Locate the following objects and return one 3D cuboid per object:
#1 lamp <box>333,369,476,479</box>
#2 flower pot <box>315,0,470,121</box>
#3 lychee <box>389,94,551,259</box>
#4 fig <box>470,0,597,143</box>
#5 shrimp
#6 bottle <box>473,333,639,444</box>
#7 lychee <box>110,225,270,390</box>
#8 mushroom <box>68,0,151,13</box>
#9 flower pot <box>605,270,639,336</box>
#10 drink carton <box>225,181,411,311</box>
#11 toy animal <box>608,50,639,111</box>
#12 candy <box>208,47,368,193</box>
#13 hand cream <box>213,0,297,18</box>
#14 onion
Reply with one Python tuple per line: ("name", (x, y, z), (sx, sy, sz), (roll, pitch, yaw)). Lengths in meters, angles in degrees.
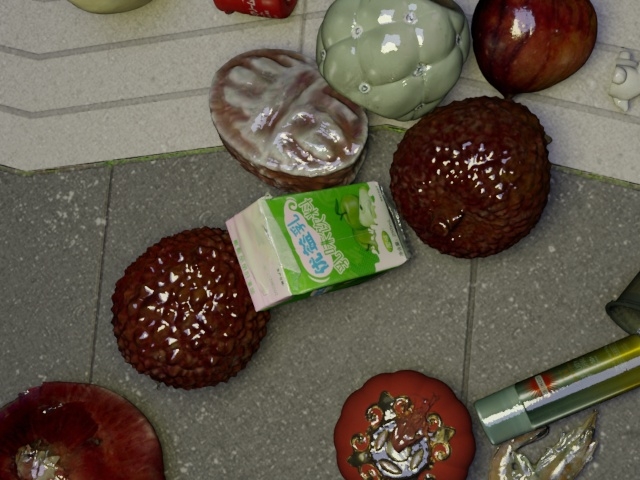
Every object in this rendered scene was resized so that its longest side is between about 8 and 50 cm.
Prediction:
("lamp", (0.131, 0.318, 1.478), (0.227, 0.227, 0.226), (-1, 85, 10))
("flower pot", (0.117, -0.316, 1.491), (0.246, 0.246, 0.195), (35, 115, 11))
("lychee", (0.241, -0.102, 1.481), (0.261, 0.260, 0.260), (-1, 85, 10))
("fig", (0.324, -0.304, 1.524), (0.186, 0.204, 0.249), (55, 135, 40))
("shrimp", (0.363, 0.347, 1.520), (0.126, 0.047, 0.223), (42, 95, 21))
("bottle", (0.391, 0.241, 1.502), (0.286, 0.082, 0.082), (-25, 82, 7))
("lychee", (-0.214, 0.117, 1.532), (0.264, 0.264, 0.300), (37, 110, 11))
("mushroom", (-0.370, -0.528, 1.613), (0.315, 0.356, 0.315), (7, 68, -18))
("flower pot", (0.542, 0.102, 1.460), (0.157, 0.157, 0.106), (33, 79, 11))
("drink carton", (0.000, 0.000, 1.494), (0.108, 0.271, 0.161), (-29, 78, 47))
("toy animal", (0.567, -0.248, 1.520), (0.182, 0.131, 0.127), (14, 120, 18))
("candy", (-0.050, -0.197, 1.579), (0.290, 0.157, 0.214), (34, 73, 17))
("hand cream", (-0.105, -0.477, 1.594), (0.125, 0.193, 0.193), (10, 87, 12))
("onion", (-0.431, 0.398, 1.533), (0.348, 0.285, 0.347), (0, 71, -1))
